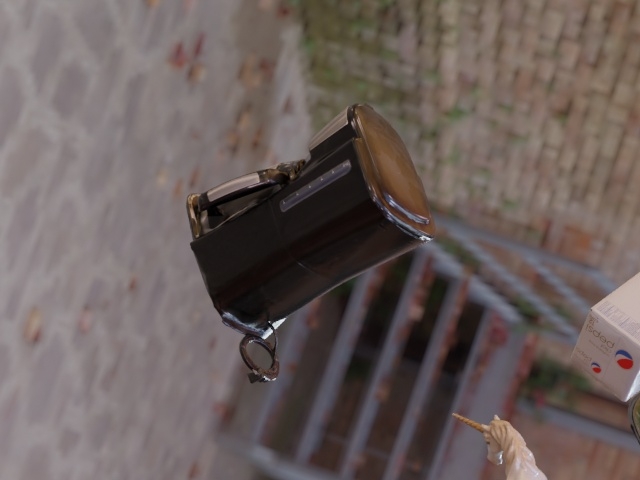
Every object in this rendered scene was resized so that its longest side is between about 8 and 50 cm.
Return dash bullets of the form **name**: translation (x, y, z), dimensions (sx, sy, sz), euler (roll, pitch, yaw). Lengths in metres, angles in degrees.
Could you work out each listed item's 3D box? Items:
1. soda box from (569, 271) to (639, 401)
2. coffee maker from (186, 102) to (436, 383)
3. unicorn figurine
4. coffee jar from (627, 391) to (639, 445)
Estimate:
- **soda box**: translation (0.329, 0.060, 1.804), dimensions (0.216, 0.069, 0.074), euler (-31, 150, -37)
- **coffee maker**: translation (0.000, 0.000, 1.582), dimensions (0.178, 0.171, 0.120), euler (-29, 172, 25)
- **unicorn figurine**: translation (0.160, 0.211, 1.532), dimensions (0.162, 0.060, 0.111), euler (-98, 166, -65)
- **coffee jar**: translation (0.382, 0.197, 1.987), dimensions (0.079, 0.096, 0.184), euler (-28, -173, -8)
